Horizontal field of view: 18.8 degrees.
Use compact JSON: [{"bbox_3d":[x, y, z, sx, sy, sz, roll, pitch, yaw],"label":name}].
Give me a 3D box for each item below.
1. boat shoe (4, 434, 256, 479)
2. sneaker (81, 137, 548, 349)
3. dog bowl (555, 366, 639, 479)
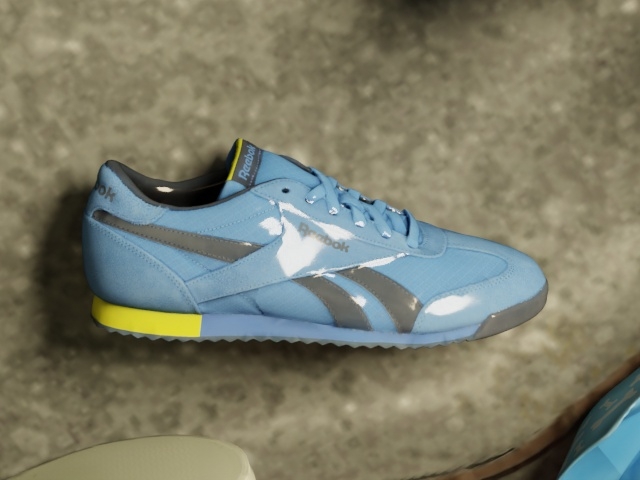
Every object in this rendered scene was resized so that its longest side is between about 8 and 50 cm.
[{"bbox_3d":[-0.129,0.159,0.898,0.227,0.079,0.081,-20,119,8],"label":"boat shoe"},{"bbox_3d":[0.000,0.000,0.852,0.209,0.069,0.082,2,105,-5],"label":"sneaker"},{"bbox_3d":[0.226,0.088,0.867,0.166,0.074,0.297,42,114,-13],"label":"dog bowl"}]
